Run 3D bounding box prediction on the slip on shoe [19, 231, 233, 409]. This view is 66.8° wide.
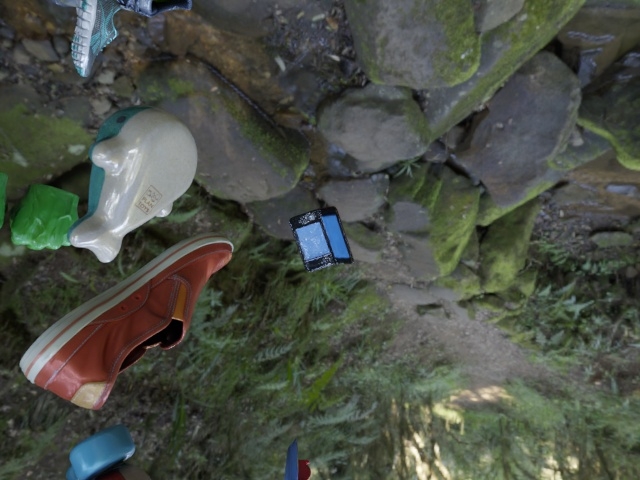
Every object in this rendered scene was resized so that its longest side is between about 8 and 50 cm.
[{"bbox_3d":[-0.208,0.088,0.625,0.101,0.331,0.123,43,122,0],"label":"slip on shoe"}]

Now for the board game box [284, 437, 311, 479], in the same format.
[{"bbox_3d":[-0.028,0.356,0.681,0.033,0.133,0.168,6,148,-8],"label":"board game box"}]

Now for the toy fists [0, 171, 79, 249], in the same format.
[{"bbox_3d":[-0.675,-0.061,1.054,0.096,0.142,0.279,-10,158,42],"label":"toy fists"}]

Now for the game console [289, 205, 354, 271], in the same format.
[{"bbox_3d":[0.000,0.000,1.154,0.124,0.144,0.085,-18,-172,3],"label":"game console"}]

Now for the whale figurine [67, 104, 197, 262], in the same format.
[{"bbox_3d":[-0.331,-0.103,0.819,0.141,0.272,0.216,24,166,20],"label":"whale figurine"}]

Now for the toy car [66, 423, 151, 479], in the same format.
[{"bbox_3d":[-0.309,0.387,0.569,0.238,0.219,0.210,-20,158,-39],"label":"toy car"}]

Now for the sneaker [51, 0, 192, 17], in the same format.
[{"bbox_3d":[-0.398,-0.517,0.987,0.300,0.121,0.111,-24,152,-32],"label":"sneaker"}]

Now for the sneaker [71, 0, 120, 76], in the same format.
[{"bbox_3d":[-0.427,-0.393,0.931,0.076,0.166,0.065,-3,-145,-45],"label":"sneaker"}]
